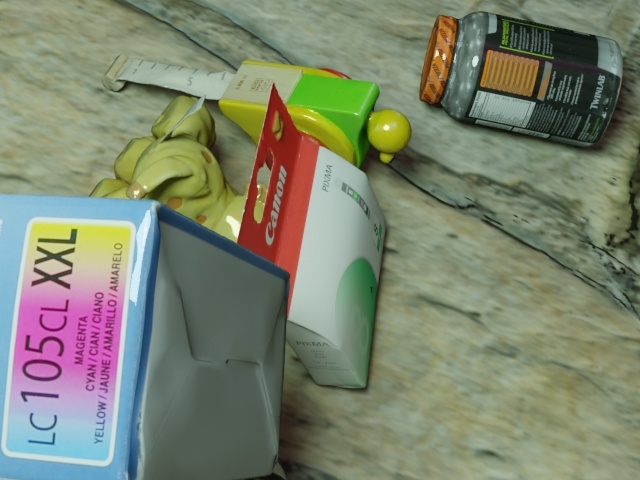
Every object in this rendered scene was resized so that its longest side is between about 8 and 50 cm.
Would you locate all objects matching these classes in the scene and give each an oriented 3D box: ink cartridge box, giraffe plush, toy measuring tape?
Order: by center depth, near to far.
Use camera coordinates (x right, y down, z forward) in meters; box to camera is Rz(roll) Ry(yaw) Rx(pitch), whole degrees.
[{"bbox_3d":[-0.243,0.061,0.663,0.395,0.270,0.151,1,80,13],"label":"ink cartridge box"},{"bbox_3d":[0.000,0.000,0.916,0.056,0.224,0.181,0,58,17],"label":"ink cartridge box"},{"bbox_3d":[-0.100,-0.023,0.961,0.170,0.210,0.181,41,55,-18],"label":"giraffe plush"},{"bbox_3d":[-0.062,-0.118,1.063,0.330,0.121,0.121,11,57,24],"label":"toy measuring tape"}]

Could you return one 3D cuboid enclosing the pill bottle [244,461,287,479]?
[{"bbox_3d":[-0.100,0.243,0.796,0.162,0.162,0.278,0,60,-9],"label":"pill bottle"}]

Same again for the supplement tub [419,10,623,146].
[{"bbox_3d":[0.204,-0.170,1.103,0.190,0.117,0.117,12,59,-2],"label":"supplement tub"}]
